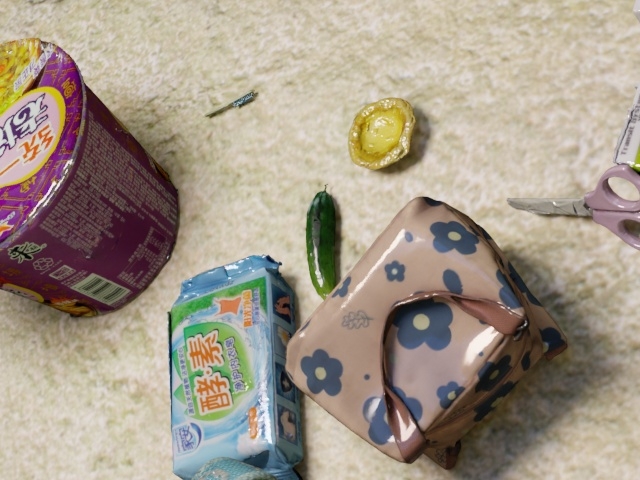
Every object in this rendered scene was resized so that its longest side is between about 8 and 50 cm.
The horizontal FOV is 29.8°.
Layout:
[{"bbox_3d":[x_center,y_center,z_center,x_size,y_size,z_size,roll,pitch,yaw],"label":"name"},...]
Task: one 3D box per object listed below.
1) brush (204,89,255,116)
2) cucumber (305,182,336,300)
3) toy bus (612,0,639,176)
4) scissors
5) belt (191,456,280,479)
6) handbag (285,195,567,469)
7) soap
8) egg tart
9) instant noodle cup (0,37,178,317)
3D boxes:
[{"bbox_3d":[-0.126,-0.189,1.683,0.084,0.016,0.013,-23,95,25],"label":"brush"},{"bbox_3d":[0.000,0.000,1.489,0.039,0.039,0.167,-15,60,26],"label":"cucumber"},{"bbox_3d":[0.401,-0.188,1.289,0.139,0.113,0.301,8,71,39],"label":"toy bus"},{"bbox_3d":[0.282,-0.035,1.309,0.212,0.110,0.021,4,38,48],"label":"scissors"},{"bbox_3d":[-0.094,0.323,1.308,0.082,0.163,0.147,17,49,39],"label":"belt"},{"bbox_3d":[0.116,0.109,1.268,0.251,0.190,0.193,-50,56,10],"label":"handbag"},{"bbox_3d":[-0.103,0.162,1.444,0.156,0.077,0.293,-20,56,23],"label":"soap"},{"bbox_3d":[0.080,-0.129,1.504,0.105,0.039,0.105,-15,59,26],"label":"egg tart"},{"bbox_3d":[-0.362,-0.063,1.608,0.340,0.266,0.339,-14,60,26],"label":"instant noodle cup"}]
